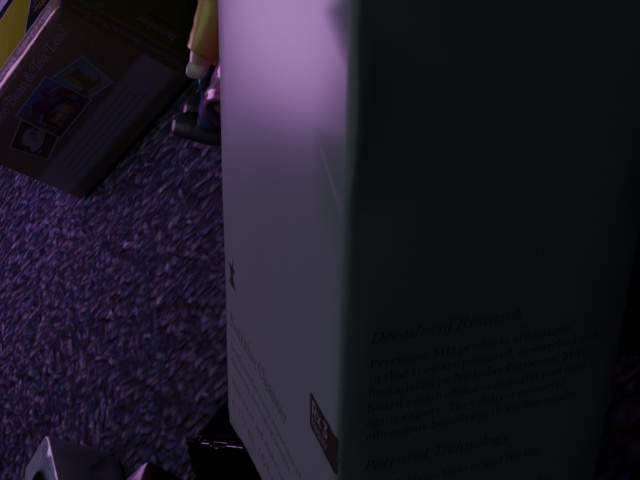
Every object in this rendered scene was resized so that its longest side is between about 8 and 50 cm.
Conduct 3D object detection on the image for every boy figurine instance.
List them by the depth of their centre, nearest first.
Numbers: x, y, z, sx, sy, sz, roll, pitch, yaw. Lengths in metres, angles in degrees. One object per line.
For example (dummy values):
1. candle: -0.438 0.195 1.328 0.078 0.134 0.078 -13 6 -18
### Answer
1. boy figurine: -0.117 -0.245 1.090 0.177 0.092 0.285 -73 -8 -50

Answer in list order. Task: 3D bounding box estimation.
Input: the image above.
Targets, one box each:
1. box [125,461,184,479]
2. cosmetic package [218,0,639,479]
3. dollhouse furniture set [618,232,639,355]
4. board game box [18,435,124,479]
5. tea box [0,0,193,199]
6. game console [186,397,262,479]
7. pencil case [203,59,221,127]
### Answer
1. box: -0.075 0.347 0.604 0.143 0.191 0.381 -45 29 16
2. cosmetic package: 0.043 -0.017 0.510 0.217 0.156 0.385 -131 35 -58
3. dollhouse furniture set: 0.250 -0.014 0.512 0.201 0.152 0.374 -41 56 32
4. board game box: -0.313 0.405 1.055 0.303 0.097 0.224 -58 32 12
5. tea box: -0.376 -0.305 1.519 0.329 0.220 0.323 -39 39 35
6. game console: -0.065 0.200 0.913 0.122 0.071 0.107 -11 90 53
7. pencil case: 0.002 -0.271 1.004 0.160 0.167 0.386 9 74 29
